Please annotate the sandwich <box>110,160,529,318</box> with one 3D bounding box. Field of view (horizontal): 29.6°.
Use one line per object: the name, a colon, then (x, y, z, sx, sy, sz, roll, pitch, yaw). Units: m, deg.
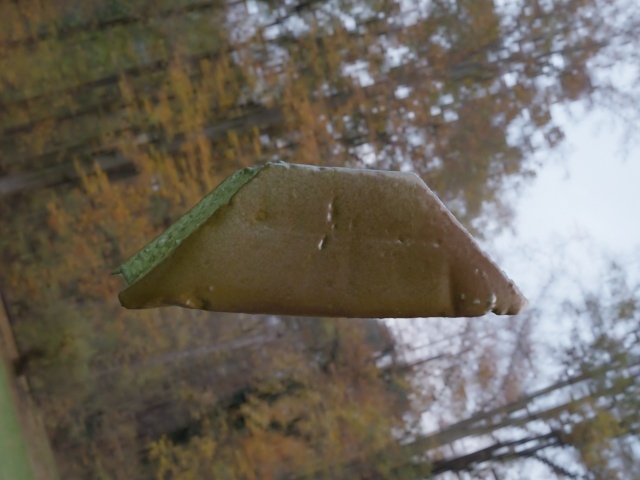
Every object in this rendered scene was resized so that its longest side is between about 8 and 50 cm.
sandwich: (0.000, 0.000, 0.772, 0.094, 0.258, 0.096, -164, -102, -78)
